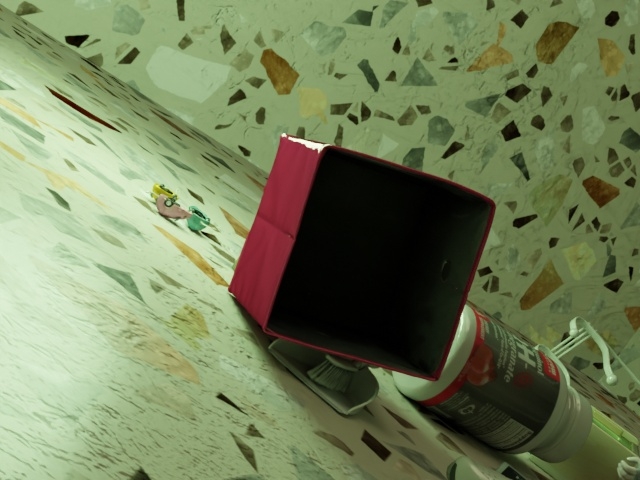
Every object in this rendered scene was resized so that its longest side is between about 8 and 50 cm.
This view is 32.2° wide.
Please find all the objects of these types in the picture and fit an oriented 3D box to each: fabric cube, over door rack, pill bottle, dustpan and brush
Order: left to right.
[{"bbox_3d":[0.037,0.174,1.504,0.147,0.060,0.211,38,7,25],"label":"dustpan and brush"},{"bbox_3d":[0.048,0.014,1.521,0.254,0.259,0.258,17,4,-16],"label":"fabric cube"},{"bbox_3d":[0.288,0.240,1.808,0.318,0.176,0.176,32,7,-24],"label":"pill bottle"},{"bbox_3d":[0.531,0.328,2.161,0.324,0.239,0.108,42,40,-4],"label":"over door rack"}]

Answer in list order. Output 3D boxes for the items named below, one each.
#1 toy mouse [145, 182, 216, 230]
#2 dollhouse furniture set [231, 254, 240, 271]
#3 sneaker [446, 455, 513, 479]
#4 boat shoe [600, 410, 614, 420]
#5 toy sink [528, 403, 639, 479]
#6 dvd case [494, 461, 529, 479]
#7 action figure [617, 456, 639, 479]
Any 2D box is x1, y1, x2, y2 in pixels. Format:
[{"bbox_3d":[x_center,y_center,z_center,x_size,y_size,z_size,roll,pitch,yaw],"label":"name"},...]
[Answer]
[{"bbox_3d":[-0.233,-0.046,1.855,0.143,0.031,0.161,37,7,19],"label":"toy mouse"},{"bbox_3d":[0.000,0.000,1.775,0.161,0.242,0.212,33,7,-25],"label":"dollhouse furniture set"},{"bbox_3d":[0.282,0.332,1.314,0.297,0.129,0.111,33,8,-7],"label":"sneaker"},{"bbox_3d":[0.551,0.397,2.344,0.073,0.073,0.207,22,-21,-2],"label":"boat shoe"},{"bbox_3d":[0.488,0.379,2.034,0.152,0.131,0.234,37,6,14],"label":"toy sink"},{"bbox_3d":[0.301,0.380,1.511,0.179,0.030,0.238,38,7,16],"label":"dvd case"},{"bbox_3d":[0.610,0.422,1.694,0.276,0.248,0.370,57,-18,27],"label":"action figure"}]
